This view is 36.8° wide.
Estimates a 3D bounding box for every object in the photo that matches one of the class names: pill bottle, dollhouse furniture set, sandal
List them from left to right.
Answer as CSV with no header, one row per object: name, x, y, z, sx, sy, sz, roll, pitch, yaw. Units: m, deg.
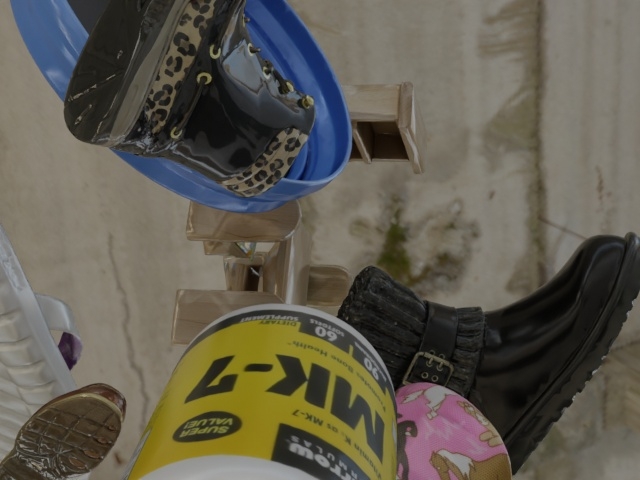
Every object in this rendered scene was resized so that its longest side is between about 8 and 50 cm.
sandal,-0.288,0.086,0.897,0.102,0.169,0.416,-58,-29,-47
pill bottle,-0.027,0.119,0.406,0.119,0.208,0.119,1,-70,4
dollhouse furniture set,0.000,0.000,1.317,0.362,0.256,0.394,54,-140,-68

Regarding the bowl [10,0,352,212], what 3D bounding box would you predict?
bowl,-0.132,-0.194,0.970,0.391,0.391,0.077,29,-54,-33

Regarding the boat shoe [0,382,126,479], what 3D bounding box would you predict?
boat shoe,-0.209,0.158,0.776,0.064,0.060,0.178,39,-53,-11

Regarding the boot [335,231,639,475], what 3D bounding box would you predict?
boot,0.163,0.086,1.041,0.260,0.131,0.348,34,-79,5

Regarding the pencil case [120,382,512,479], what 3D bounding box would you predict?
pencil case,-0.048,0.205,0.625,0.386,0.167,0.160,-11,-68,-34

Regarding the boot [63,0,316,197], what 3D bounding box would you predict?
boot,-0.063,-0.151,0.706,0.178,0.085,0.236,25,-83,-50
